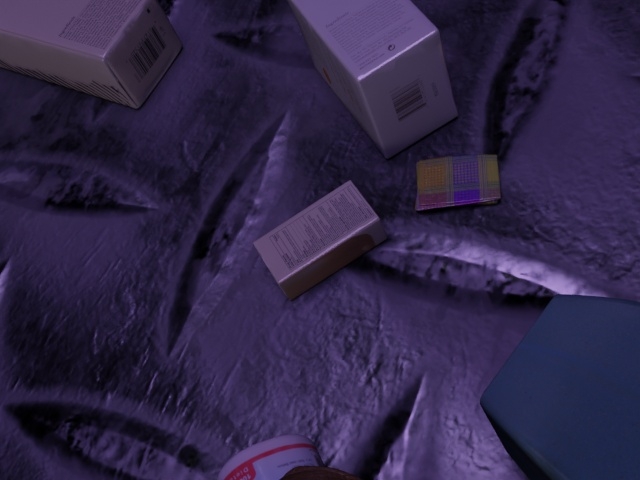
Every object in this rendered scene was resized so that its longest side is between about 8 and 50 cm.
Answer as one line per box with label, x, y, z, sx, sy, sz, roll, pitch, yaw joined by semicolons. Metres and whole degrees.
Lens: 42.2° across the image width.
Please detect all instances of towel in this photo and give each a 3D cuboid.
towel;0.133;-0.057;0.811;0.083;0.009;0.060;-6;58;14

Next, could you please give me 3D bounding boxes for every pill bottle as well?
pill bottle;-0.016;0.238;0.637;0.087;0.087;0.160;-29;55;0

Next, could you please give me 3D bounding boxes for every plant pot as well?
plant pot;0.242;0.145;0.568;0.234;0.165;0.166;30;73;39

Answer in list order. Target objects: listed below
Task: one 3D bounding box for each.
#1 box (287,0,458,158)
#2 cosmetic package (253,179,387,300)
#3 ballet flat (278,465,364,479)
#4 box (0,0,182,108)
box;0.051;-0.194;0.847;0.091;0.130;0.170;-32;56;-1
cosmetic package;0.000;0.000;0.802;0.115;0.041;0.060;-32;56;-2
ballet flat;0.112;0.234;0.568;0.342;0.116;0.124;17;23;1
box;-0.317;-0.260;1.030;0.275;0.094;0.113;21;68;28
